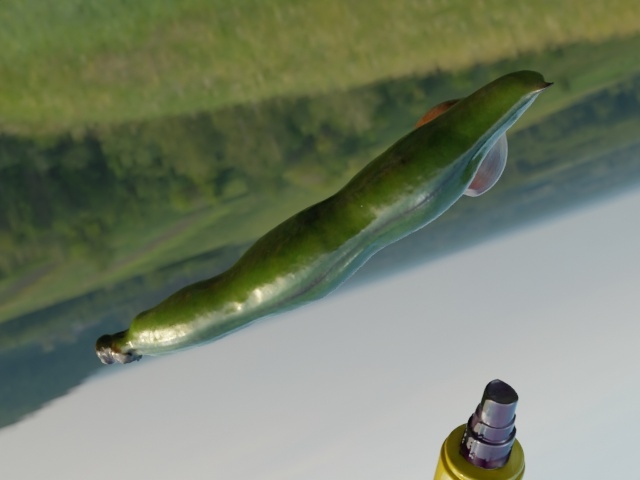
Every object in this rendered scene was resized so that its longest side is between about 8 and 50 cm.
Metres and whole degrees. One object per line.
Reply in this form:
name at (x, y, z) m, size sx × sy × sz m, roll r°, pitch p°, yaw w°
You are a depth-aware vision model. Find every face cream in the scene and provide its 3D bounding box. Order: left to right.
face cream at (0.139, 0.226, 1.394) m, size 0.078 × 0.078 × 0.273 m, roll -18°, pitch 139°, yaw -27°

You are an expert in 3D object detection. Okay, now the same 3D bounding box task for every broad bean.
broad bean at (0.000, 0.001, 0.826) m, size 0.297 × 0.043 × 0.060 m, roll -33°, pitch -147°, yaw 12°

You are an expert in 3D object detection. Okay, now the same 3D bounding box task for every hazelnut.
hazelnut at (0.116, -0.081, 1.297) m, size 0.086 × 0.086 × 0.086 m, roll -19°, pitch 178°, yaw -1°
